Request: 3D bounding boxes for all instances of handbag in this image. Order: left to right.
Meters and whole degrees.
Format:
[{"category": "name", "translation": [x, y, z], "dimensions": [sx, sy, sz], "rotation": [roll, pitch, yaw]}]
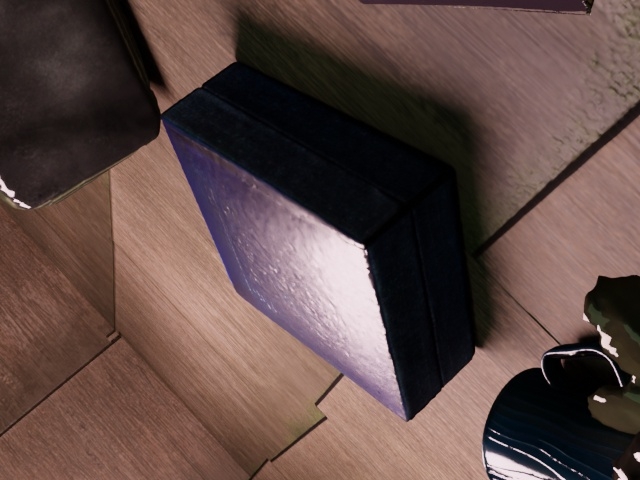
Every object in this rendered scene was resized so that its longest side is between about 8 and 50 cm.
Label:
[{"category": "handbag", "translation": [-0.358, -0.223, 1.046], "dimensions": [0.240, 0.247, 0.341], "rotation": [44, 163, 43]}]

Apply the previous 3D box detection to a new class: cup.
[{"category": "cup", "translation": [0.213, 0.163, 0.753], "dimensions": [0.138, 0.113, 0.150], "rotation": [11, 139, 54]}]

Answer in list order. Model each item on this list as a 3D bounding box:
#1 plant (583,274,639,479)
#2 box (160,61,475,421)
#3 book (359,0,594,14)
[{"category": "plant", "translation": [0.266, 0.139, 0.510], "dimensions": [0.312, 0.213, 0.215], "rotation": [-100, -9, -51]}, {"category": "box", "translation": [0.000, 0.000, 0.893], "dimensions": [0.279, 0.116, 0.261], "rotation": [34, 155, 37]}, {"category": "book", "translation": [0.033, -0.184, 0.471], "dimensions": [0.157, 0.026, 0.231], "rotation": [15, 170, 36]}]
